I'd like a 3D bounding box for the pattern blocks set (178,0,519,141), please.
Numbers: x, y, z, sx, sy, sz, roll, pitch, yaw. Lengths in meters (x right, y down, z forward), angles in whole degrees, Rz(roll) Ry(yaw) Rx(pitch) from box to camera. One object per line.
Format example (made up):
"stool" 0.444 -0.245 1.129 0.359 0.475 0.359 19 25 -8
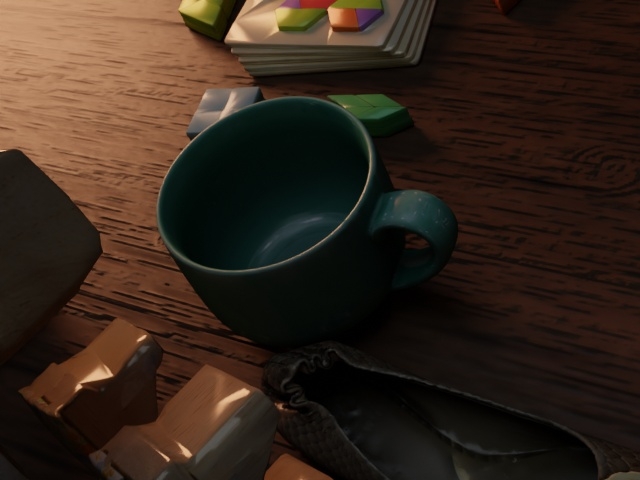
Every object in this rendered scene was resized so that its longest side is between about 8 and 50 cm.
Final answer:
"pattern blocks set" 0.023 -0.199 0.831 0.285 0.026 0.325 -7 50 19

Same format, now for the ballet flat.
"ballet flat" 0.067 0.104 0.536 0.249 0.058 0.084 21 64 36

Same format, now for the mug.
"mug" -0.009 0.003 0.627 0.129 0.097 0.158 -37 48 -9

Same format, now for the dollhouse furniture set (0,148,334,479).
"dollhouse furniture set" -0.252 0.055 0.532 0.256 0.362 0.394 -46 23 -16
